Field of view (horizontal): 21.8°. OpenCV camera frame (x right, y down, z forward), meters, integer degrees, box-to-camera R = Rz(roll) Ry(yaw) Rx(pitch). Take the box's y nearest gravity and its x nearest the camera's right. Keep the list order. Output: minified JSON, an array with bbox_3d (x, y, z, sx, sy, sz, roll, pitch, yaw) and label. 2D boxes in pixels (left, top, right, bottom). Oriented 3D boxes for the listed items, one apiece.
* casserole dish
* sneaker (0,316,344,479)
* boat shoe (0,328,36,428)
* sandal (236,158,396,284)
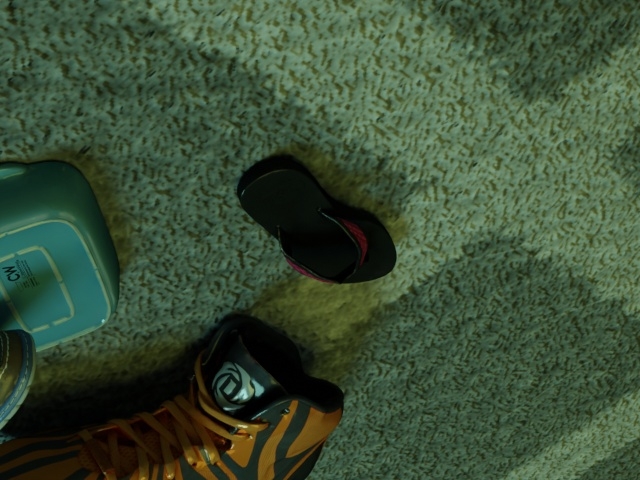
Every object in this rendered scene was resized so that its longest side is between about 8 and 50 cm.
[{"bbox_3d":[-0.189,0.020,1.075,0.114,0.037,0.188,-20,147,-6],"label":"casserole dish"},{"bbox_3d":[-0.119,0.140,1.238,0.321,0.124,0.180,-8,142,-42],"label":"sneaker"},{"bbox_3d":[-0.261,0.105,1.074,0.183,0.066,0.066,-31,141,28],"label":"boat shoe"},{"bbox_3d":[0.000,0.000,1.161,0.067,0.040,0.179,-33,147,14],"label":"sandal"}]
